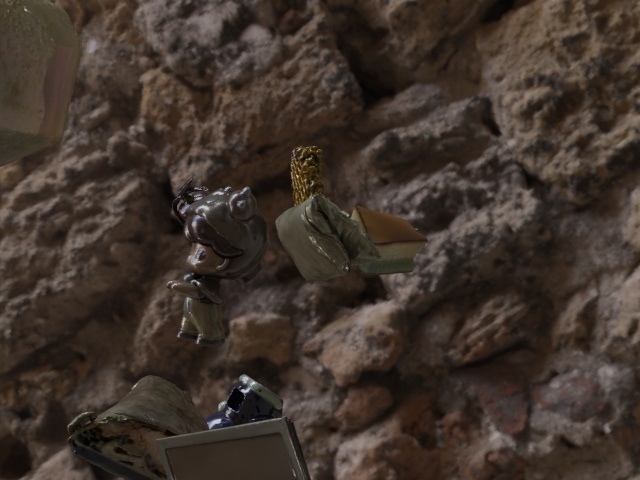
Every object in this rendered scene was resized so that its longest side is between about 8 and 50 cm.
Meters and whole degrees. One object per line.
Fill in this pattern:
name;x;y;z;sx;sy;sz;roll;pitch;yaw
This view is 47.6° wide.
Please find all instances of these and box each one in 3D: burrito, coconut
burrito;-0.237;0.282;1.067;0.107;0.175;0.348;-59;-2;-3
coconut;-0.565;-0.267;1.209;0.297;0.310;0.297;10;-3;1

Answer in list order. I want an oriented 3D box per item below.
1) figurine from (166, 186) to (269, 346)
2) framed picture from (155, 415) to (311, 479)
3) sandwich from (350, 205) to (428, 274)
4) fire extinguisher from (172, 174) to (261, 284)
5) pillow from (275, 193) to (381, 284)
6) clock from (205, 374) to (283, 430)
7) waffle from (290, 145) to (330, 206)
figurine;-0.239;0.056;1.696;0.203;0.381;0.248;16;-4;-21
framed picture;-0.077;0.287;0.752;0.014;0.197;0.252;-14;-6;-44
sandwich;0.166;0.017;1.781;0.220;0.186;0.108;-103;32;-64
fire extinguisher;-0.280;-0.031;1.975;0.141;0.341;0.105;-24;32;18
pillow;0.000;0.000;1.121;0.078;0.134;0.181;-40;6;-24
clock;-0.218;0.473;1.867;0.243;0.199;0.146;-54;-52;-12
waffle;-0.022;-0.130;1.743;0.070;0.193;0.197;-7;11;-13
